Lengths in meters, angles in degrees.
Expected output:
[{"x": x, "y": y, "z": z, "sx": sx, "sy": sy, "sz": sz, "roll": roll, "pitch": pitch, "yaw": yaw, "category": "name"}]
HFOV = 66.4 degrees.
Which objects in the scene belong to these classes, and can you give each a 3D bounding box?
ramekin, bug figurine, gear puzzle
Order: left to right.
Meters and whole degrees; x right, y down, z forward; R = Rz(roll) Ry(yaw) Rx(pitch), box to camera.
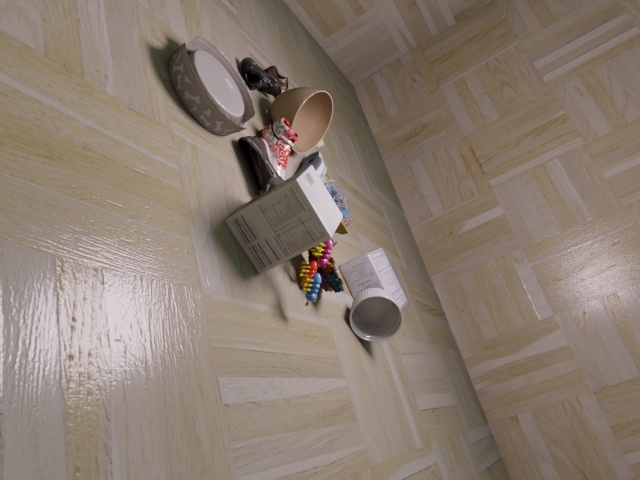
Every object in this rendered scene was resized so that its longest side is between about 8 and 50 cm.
[{"x": -0.022, "y": 0.033, "z": 1.726, "sx": 0.044, "sy": 0.175, "sz": 0.339, "roll": -26, "pitch": 99, "yaw": -25, "category": "gear puzzle"}, {"x": -0.015, "y": 0.083, "z": 1.579, "sx": 0.072, "sy": 0.216, "sz": 0.279, "roll": 17, "pitch": 8, "yaw": -7, "category": "bug figurine"}, {"x": 0.215, "y": 0.286, "z": 1.934, "sx": 0.207, "sy": 0.207, "sz": 0.109, "roll": 56, "pitch": 12, "yaw": -18, "category": "ramekin"}]

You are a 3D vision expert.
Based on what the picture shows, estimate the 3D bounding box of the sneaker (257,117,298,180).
[{"x": -0.150, "y": -0.349, "z": 1.893, "sx": 0.090, "sy": 0.145, "sz": 0.270, "roll": 28, "pitch": 40, "yaw": -57, "category": "sneaker"}]

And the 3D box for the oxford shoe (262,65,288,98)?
[{"x": -0.185, "y": -0.730, "z": 2.344, "sx": 0.227, "sy": 0.096, "sz": 0.083, "roll": 56, "pitch": 20, "yaw": -23, "category": "oxford shoe"}]

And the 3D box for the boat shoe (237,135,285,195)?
[{"x": -0.201, "y": -0.221, "z": 1.697, "sx": 0.095, "sy": 0.112, "sz": 0.335, "roll": 0, "pitch": 58, "yaw": -48, "category": "boat shoe"}]

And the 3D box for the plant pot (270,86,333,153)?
[{"x": -0.106, "y": -0.547, "z": 2.134, "sx": 0.191, "sy": 0.284, "sz": 0.284, "roll": 32, "pitch": 9, "yaw": 24, "category": "plant pot"}]

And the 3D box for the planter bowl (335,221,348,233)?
[{"x": 0.026, "y": -0.096, "z": 2.057, "sx": 0.217, "sy": 0.090, "sz": 0.217, "roll": 58, "pitch": 3, "yaw": -4, "category": "planter bowl"}]

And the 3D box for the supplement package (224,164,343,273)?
[{"x": -0.105, "y": -0.066, "z": 1.491, "sx": 0.198, "sy": 0.263, "sz": 0.199, "roll": 58, "pitch": 21, "yaw": -12, "category": "supplement package"}]

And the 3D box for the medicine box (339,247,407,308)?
[{"x": 0.241, "y": 0.199, "z": 2.164, "sx": 0.289, "sy": 0.149, "sz": 0.263, "roll": 65, "pitch": 21, "yaw": 5, "category": "medicine box"}]

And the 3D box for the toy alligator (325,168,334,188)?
[{"x": 0.003, "y": -0.330, "z": 2.377, "sx": 0.051, "sy": 0.056, "sz": 0.189, "roll": -25, "pitch": 86, "yaw": -30, "category": "toy alligator"}]

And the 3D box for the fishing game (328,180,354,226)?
[{"x": 0.098, "y": -0.202, "z": 2.464, "sx": 0.264, "sy": 0.041, "sz": 0.189, "roll": 62, "pitch": 23, "yaw": -4, "category": "fishing game"}]

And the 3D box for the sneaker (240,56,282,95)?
[{"x": -0.255, "y": -0.684, "z": 2.138, "sx": 0.227, "sy": 0.087, "sz": 0.130, "roll": 35, "pitch": 36, "yaw": -47, "category": "sneaker"}]

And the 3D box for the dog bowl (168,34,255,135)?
[{"x": -0.363, "y": -0.508, "z": 1.641, "sx": 0.349, "sy": 0.102, "sz": 0.348, "roll": 50, "pitch": 24, "yaw": -33, "category": "dog bowl"}]

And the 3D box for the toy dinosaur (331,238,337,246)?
[{"x": 0.000, "y": 0.000, "z": 1.956, "sx": 0.118, "sy": 0.064, "sz": 0.268, "roll": -33, "pitch": 97, "yaw": -55, "category": "toy dinosaur"}]

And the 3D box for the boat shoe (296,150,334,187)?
[{"x": -0.018, "y": -0.274, "z": 2.169, "sx": 0.156, "sy": 0.136, "sz": 0.367, "roll": 59, "pitch": 11, "yaw": -20, "category": "boat shoe"}]

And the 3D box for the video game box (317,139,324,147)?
[{"x": -0.062, "y": -0.614, "z": 2.567, "sx": 0.205, "sy": 0.048, "sz": 0.187, "roll": 42, "pitch": 27, "yaw": -44, "category": "video game box"}]
